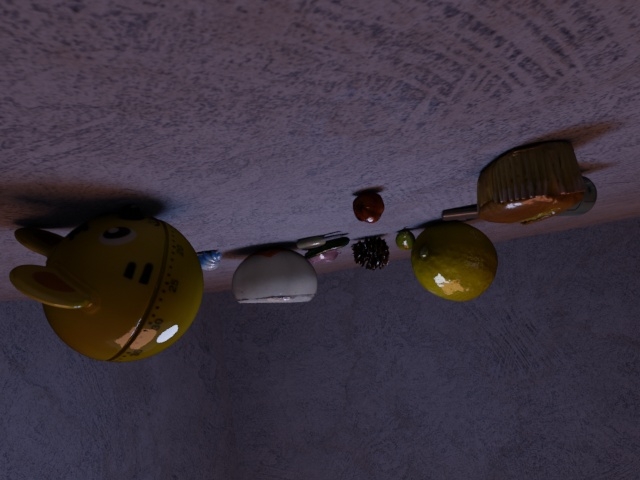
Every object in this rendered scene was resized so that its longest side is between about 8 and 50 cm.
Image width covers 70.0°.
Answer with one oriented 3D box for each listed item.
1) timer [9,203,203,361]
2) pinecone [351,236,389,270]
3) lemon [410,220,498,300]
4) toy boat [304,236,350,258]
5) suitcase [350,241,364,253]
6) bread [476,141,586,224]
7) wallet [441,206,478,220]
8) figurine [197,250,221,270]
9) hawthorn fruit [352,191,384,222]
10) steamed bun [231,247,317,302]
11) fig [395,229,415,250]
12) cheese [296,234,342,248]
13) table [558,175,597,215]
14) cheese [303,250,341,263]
[{"bbox_3d":[-0.466,0.085,1.011,0.387,0.376,0.376,29,149,-35],"label":"timer"},{"bbox_3d":[0.223,0.060,2.104,0.165,0.163,0.163,4,169,-12],"label":"pinecone"},{"bbox_3d":[0.550,0.075,1.964,0.364,0.364,0.364,-9,172,-1],"label":"lemon"},{"bbox_3d":[0.025,0.025,1.929,0.210,0.052,0.104,-19,-163,18],"label":"toy boat"},{"bbox_3d":[0.221,0.041,2.292,0.126,0.059,0.086,-11,173,12],"label":"suitcase"},{"bbox_3d":[0.504,-0.123,1.122,0.204,0.156,0.288,-6,173,-7],"label":"bread"},{"bbox_3d":[0.535,-0.101,1.722,0.153,0.038,0.118,-7,170,11],"label":"wallet"},{"bbox_3d":[-0.452,0.080,1.816,0.114,0.079,0.114,-6,154,-3],"label":"figurine"},{"bbox_3d":[0.133,-0.088,1.227,0.093,0.093,0.093,-9,172,-1],"label":"hawthorn fruit"},{"bbox_3d":[-0.196,0.152,1.968,0.374,0.241,0.374,-4,175,0],"label":"steamed bun"},{"bbox_3d":[0.391,-0.019,2.034,0.093,0.093,0.166,-7,153,-12],"label":"fig"},{"bbox_3d":[0.000,0.000,1.853,0.192,0.037,0.097,-14,173,29],"label":"cheese"},{"bbox_3d":[0.700,-0.134,1.357,0.220,0.126,0.126,-3,170,-31],"label":"table"},{"bbox_3d":[0.014,0.059,2.155,0.189,0.074,0.286,-8,168,-11],"label":"cheese"}]
